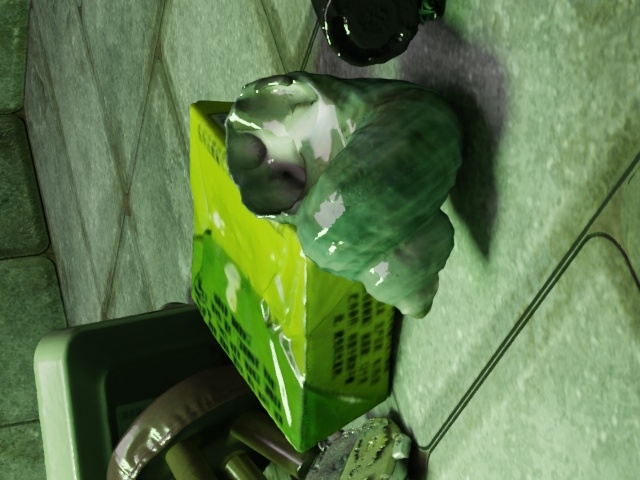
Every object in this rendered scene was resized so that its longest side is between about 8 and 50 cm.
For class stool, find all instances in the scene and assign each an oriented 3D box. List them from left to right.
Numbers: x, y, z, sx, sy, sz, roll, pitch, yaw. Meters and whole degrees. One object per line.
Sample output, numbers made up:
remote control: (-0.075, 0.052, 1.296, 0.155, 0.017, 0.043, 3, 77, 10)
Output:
stool: (-0.127, 0.313, 1.750, 0.178, 0.272, 0.272, 46, 142, 35)

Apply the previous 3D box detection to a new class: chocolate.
chocolate: (-0.034, 0.024, 1.466, 0.301, 0.137, 0.289, 49, 147, 44)

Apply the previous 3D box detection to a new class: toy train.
toy train: (0.088, -0.230, 1.246, 0.083, 0.033, 0.053, -174, 82, -70)

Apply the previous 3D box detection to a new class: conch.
conch: (0.035, -0.055, 1.217, 0.277, 0.220, 0.195, 59, -167, 9)

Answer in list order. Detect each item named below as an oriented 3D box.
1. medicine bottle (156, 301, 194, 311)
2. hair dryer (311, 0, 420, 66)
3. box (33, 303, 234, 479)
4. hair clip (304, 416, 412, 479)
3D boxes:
medicine bottle: (-0.225, 0.143, 2.186, 0.140, 0.079, 0.079, -179, 82, -70)
hair dryer: (0.061, -0.307, 1.196, 0.197, 0.089, 0.251, -107, 38, -55)
box: (-0.242, 0.291, 1.923, 0.090, 0.367, 0.373, -7, 92, 35)
hair clip: (0.031, 0.270, 1.435, 0.146, 0.056, 0.187, -20, 45, 41)
